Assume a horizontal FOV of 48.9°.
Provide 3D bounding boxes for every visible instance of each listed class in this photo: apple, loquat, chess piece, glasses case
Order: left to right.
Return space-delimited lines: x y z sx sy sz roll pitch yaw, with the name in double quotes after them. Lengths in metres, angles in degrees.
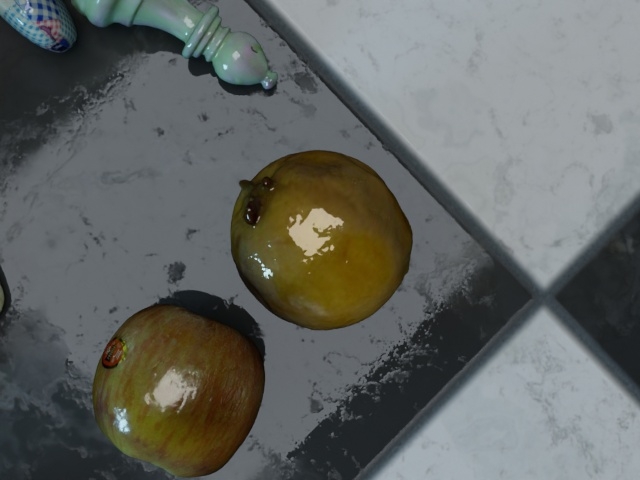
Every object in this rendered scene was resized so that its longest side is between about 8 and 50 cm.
-0.429 -0.376 0.889 0.076 0.125 0.327 -38 93 5 "glasses case"
-0.172 0.182 0.866 0.211 0.211 0.188 24 75 -4 "apple"
-0.172 -0.284 0.924 0.271 0.139 0.139 32 87 -16 "chess piece"
0.000 0.000 0.893 0.238 0.193 0.238 -4 113 -11 "loquat"

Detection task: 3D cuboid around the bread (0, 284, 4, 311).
-0.574 0.082 0.915 0.316 0.054 0.316 0 91 -6 "bread"
